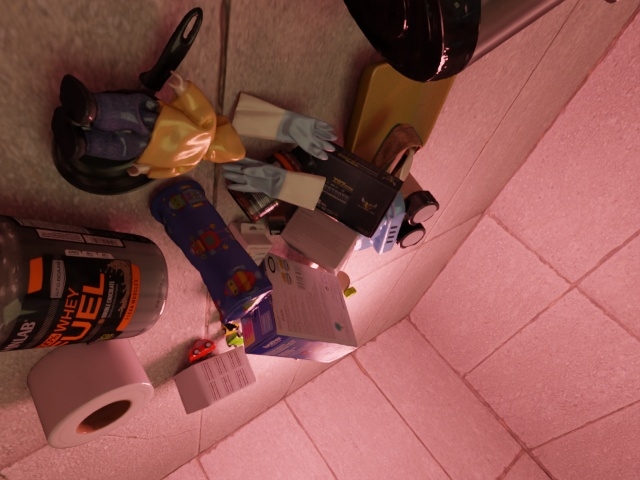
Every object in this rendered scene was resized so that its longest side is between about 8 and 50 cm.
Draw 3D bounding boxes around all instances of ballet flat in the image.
[{"bbox_3d":[0.162,-0.161,1.083,0.108,0.106,0.316,-10,141,-48],"label":"ballet flat"}]

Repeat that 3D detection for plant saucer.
[{"bbox_3d":[0.193,-0.347,1.049,0.333,0.081,0.332,-27,151,-29],"label":"plant saucer"}]

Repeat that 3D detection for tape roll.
[{"bbox_3d":[-0.577,0.376,1.020,0.246,0.169,0.246,-32,153,-19],"label":"tape roll"}]

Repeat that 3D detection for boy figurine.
[{"bbox_3d":[-0.230,-0.172,0.614,0.285,0.092,0.177,-10,142,-50],"label":"boy figurine"}]

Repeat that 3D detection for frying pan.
[{"bbox_3d":[-0.303,-0.205,0.611,0.197,0.053,0.326,-18,144,-42],"label":"frying pan"}]

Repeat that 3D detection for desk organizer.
[{"bbox_3d":[-0.119,-0.057,1.106,0.047,0.050,0.130,-2,163,-5],"label":"desk organizer"}]

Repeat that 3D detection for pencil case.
[{"bbox_3d":[-0.217,0.024,0.810,0.119,0.306,0.133,-34,165,-14],"label":"pencil case"}]

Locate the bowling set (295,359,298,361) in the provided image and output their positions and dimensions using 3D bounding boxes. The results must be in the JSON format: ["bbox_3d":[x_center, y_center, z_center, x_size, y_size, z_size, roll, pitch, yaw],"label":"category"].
[{"bbox_3d":[-0.156,0.301,1.536,0.200,0.286,0.154,4,139,4],"label":"bowling set"}]

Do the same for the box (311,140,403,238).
[{"bbox_3d":[0.072,-0.131,1.040,0.059,0.233,0.183,-54,173,-43],"label":"box"}]

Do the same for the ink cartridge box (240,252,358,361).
[{"bbox_3d":[-0.095,0.201,1.202,0.151,0.269,0.396,-37,140,28],"label":"ink cartridge box"}]

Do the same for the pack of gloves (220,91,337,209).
[{"bbox_3d":[-0.088,-0.183,0.855,0.232,0.046,0.195,12,114,-26],"label":"pack of gloves"}]

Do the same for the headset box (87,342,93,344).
[{"bbox_3d":[-0.532,0.209,0.977,0.062,0.032,0.083,-7,140,-50],"label":"headset box"}]

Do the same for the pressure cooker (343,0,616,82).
[{"bbox_3d":[0.233,-0.465,0.523,0.421,0.375,0.370,-35,133,4],"label":"pressure cooker"}]

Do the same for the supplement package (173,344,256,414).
[{"bbox_3d":[-0.384,0.505,1.461,0.203,0.149,0.194,-12,163,-46],"label":"supplement package"}]

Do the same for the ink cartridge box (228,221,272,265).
[{"bbox_3d":[-0.205,0.020,1.064,0.092,0.090,0.143,-1,135,-54],"label":"ink cartridge box"}]

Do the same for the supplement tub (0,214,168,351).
[{"bbox_3d":[-0.449,0.072,0.668,0.207,0.207,0.338,-49,154,16],"label":"supplement tub"}]

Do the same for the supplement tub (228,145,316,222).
[{"bbox_3d":[-0.108,-0.137,0.932,0.198,0.106,0.106,-37,155,-9],"label":"supplement tub"}]

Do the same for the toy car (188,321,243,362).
[{"bbox_3d":[-0.339,0.344,1.439,0.239,0.053,0.225,-42,155,3],"label":"toy car"}]

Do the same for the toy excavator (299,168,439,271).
[{"bbox_3d":[0.106,-0.032,1.339,0.446,0.222,0.432,-18,150,-14],"label":"toy excavator"}]

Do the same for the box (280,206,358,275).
[{"bbox_3d":[0.000,0.000,1.148,0.119,0.182,0.181,-57,172,-7],"label":"box"}]

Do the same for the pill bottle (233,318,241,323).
[{"bbox_3d":[-0.200,0.207,1.334,0.221,0.121,0.121,0,133,-54],"label":"pill bottle"}]

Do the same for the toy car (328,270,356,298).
[{"bbox_3d":[0.042,0.207,1.656,0.149,0.155,0.188,-31,163,-20],"label":"toy car"}]
